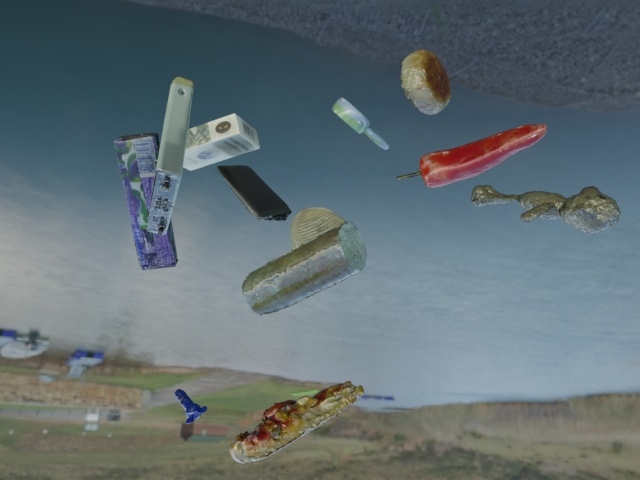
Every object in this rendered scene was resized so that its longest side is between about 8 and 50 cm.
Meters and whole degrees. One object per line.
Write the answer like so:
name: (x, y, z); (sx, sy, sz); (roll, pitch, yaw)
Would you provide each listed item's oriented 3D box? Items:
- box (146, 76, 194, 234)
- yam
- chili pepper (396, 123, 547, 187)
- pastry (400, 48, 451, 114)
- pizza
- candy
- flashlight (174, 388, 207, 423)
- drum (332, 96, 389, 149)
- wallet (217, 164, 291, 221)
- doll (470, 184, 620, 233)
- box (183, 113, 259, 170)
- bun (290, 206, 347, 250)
box: (-0.281, -0.140, 0.992); (0.045, 0.211, 0.270); (10, 158, -18)
yam: (-0.032, 0.061, 1.048); (0.259, 0.106, 0.106); (-27, 148, 30)
chili pepper: (0.241, -0.134, 0.883); (0.272, 0.063, 0.071); (-16, -162, 38)
pastry: (0.323, -0.479, 1.635); (0.093, 0.182, 0.192); (-12, 142, 40)
pizza: (-0.065, 0.505, 1.557); (0.406, 0.130, 0.440); (-29, 164, -4)
candy: (-0.387, -0.085, 1.208); (0.088, 0.313, 0.061); (-5, -158, -5)
flashlight: (-0.314, 0.393, 1.280); (0.121, 0.057, 0.036); (23, 142, 50)
drum: (0.136, -0.324, 1.564); (0.253, 0.130, 0.049); (33, 105, -33)
wallet: (-0.215, -0.153, 1.720); (0.168, 0.245, 0.052); (-11, 144, -55)
doll: (0.461, -0.077, 1.108); (0.202, 0.091, 0.286); (9, -174, -16)
box: (-0.340, -0.303, 1.680); (0.256, 0.069, 0.164); (-15, 169, 13)
bun: (0.000, 0.000, 1.803); (0.237, 0.210, 0.116); (40, 148, 14)
